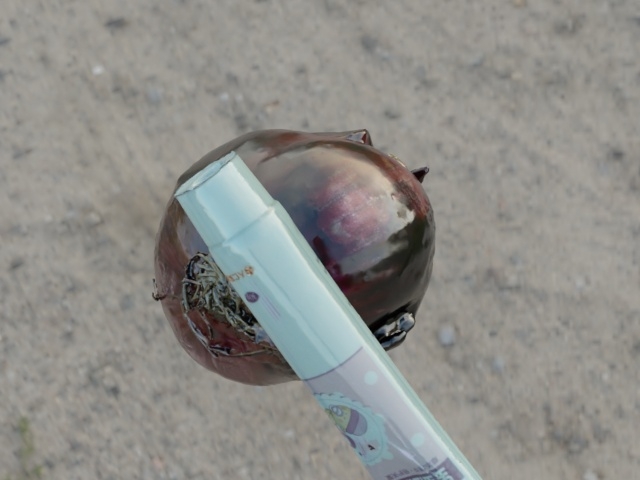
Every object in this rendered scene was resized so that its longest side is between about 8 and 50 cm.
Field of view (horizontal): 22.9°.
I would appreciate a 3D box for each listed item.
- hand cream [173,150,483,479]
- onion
[{"bbox_3d":[0.022,0.086,1.045,0.085,0.331,0.058,-26,17,40],"label":"hand cream"},{"bbox_3d":[-0.014,0.007,1.309,0.281,0.281,0.221,-27,90,-10],"label":"onion"}]
